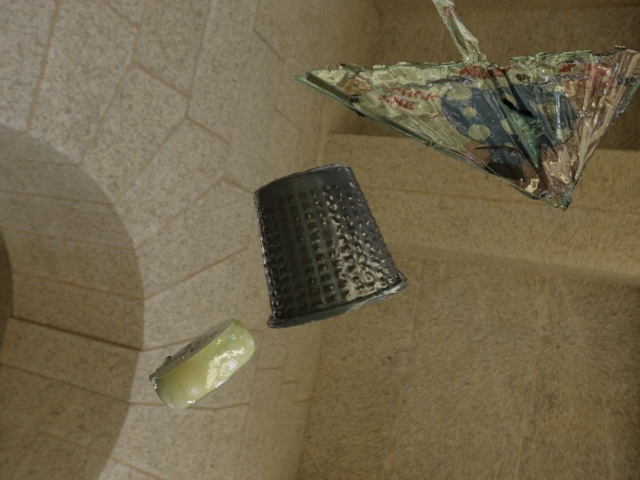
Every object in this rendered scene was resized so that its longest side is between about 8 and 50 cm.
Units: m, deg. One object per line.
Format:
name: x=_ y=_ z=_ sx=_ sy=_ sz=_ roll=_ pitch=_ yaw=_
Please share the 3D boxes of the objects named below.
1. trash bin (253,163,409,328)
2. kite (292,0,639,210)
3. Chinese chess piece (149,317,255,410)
trash bin: x=0.000 y=0.000 z=0.677 sx=0.175 sy=0.175 sz=0.161 roll=-16 pitch=-91 yaw=19
kite: x=0.175 y=-0.160 z=0.592 sx=0.406 sy=0.014 sz=0.368 roll=-6 pitch=-130 yaw=-6
Chinese chess piece: x=-0.091 y=0.094 z=0.451 sx=0.084 sy=0.084 sz=0.034 roll=-33 pitch=-84 yaw=14
